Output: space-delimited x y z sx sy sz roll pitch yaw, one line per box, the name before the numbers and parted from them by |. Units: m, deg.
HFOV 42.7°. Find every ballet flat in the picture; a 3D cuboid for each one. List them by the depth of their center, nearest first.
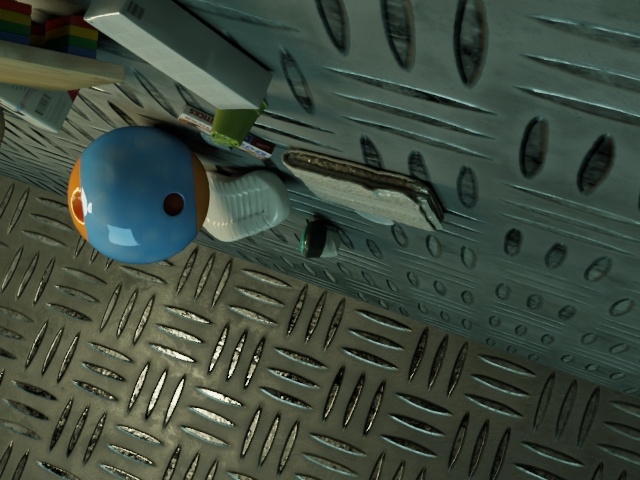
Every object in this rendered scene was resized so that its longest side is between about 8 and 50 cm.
ballet flat | 0.000 0.000 2.042 0.096 0.095 0.280 12 -179 -2

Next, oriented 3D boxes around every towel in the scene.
towel | 0.082 -0.088 1.489 0.282 0.049 0.187 17 169 24

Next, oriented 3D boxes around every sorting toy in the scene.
sorting toy | -0.464 -0.294 1.225 0.257 0.089 0.255 3 -178 -41

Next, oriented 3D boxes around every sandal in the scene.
sandal | -0.171 -0.084 1.850 0.102 0.169 0.416 -20 -165 -32

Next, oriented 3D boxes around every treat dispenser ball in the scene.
treat dispenser ball | -0.374 -0.094 1.699 0.288 0.288 0.288 20 170 4

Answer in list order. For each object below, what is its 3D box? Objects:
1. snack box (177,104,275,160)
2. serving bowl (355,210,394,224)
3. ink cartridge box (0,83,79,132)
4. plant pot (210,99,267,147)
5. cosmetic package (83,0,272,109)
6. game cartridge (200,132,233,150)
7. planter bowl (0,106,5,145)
snack box | -0.173 -0.197 1.503 0.178 0.022 0.064 24 168 -15
serving bowl | 0.112 -0.059 1.636 0.083 0.027 0.083 21 171 4
ink cartridge box | -0.513 -0.286 1.423 0.072 0.127 0.175 17 169 38
plant pot | -0.136 -0.192 1.289 0.083 0.079 0.083 20 171 3
cosmetic package | -0.184 -0.257 1.091 0.099 0.060 0.239 8 163 46
game cartridge | -0.202 -0.198 1.581 0.056 0.017 0.083 23 170 9
planter bowl | -0.865 -0.313 2.059 0.162 0.109 0.162 21 171 3
